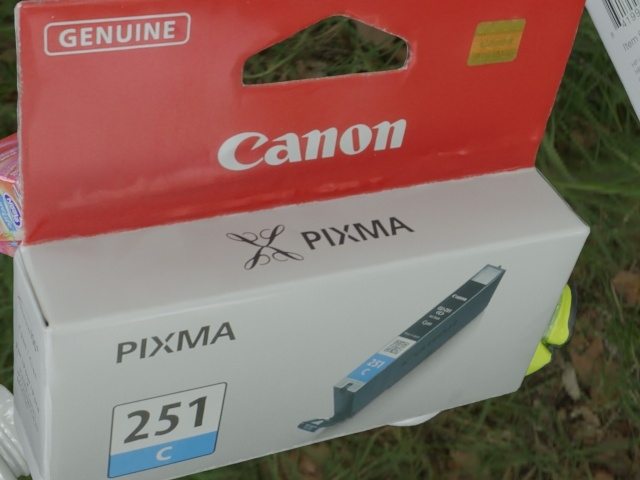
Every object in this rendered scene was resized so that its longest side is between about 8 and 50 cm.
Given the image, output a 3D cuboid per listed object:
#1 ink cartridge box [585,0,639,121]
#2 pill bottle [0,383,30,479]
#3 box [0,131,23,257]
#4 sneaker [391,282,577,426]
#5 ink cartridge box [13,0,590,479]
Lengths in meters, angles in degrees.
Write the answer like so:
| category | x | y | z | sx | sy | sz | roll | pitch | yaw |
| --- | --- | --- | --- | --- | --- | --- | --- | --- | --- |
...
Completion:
| category | x | y | z | sx | sy | sz | roll | pitch | yaw |
| --- | --- | --- | --- | --- | --- | --- | --- | --- | --- |
| ink cartridge box | 0.317 | -0.317 | 0.874 | 0.285 | 0.166 | 0.395 | -40 | 70 | 60 |
| pill bottle | -0.347 | 0.224 | 0.988 | 0.215 | 0.117 | 0.117 | -37 | 94 | -22 |
| box | -0.336 | -0.097 | 1.610 | 0.154 | 0.300 | 0.142 | 16 | 127 | 38 |
| sneaker | 0.102 | 0.084 | 1.060 | 0.121 | 0.111 | 0.300 | 34 | 141 | -16 |
| ink cartridge box | 0.000 | 0.000 | 0.563 | 0.296 | 0.066 | 0.261 | -10 | 135 | -24 |
